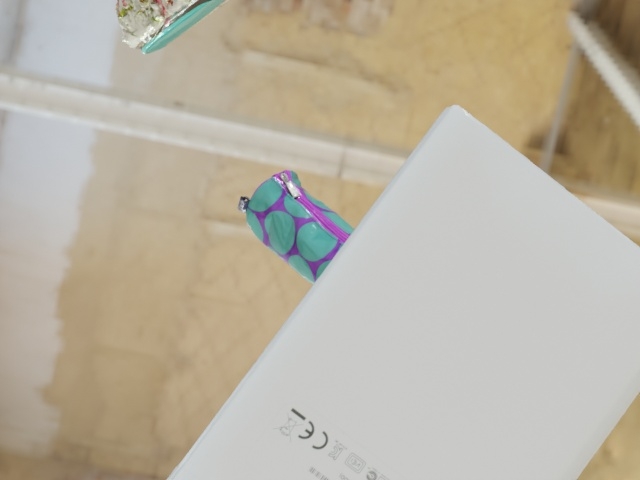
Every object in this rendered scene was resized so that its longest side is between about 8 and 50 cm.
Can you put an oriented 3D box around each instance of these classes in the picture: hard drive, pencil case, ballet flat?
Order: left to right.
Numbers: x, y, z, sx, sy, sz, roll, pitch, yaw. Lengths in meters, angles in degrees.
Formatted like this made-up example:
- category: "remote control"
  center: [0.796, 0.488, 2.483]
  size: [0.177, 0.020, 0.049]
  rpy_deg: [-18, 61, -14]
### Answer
- category: "ballet flat"
  center: [-0.091, -0.246, 1.489]
  size: [0.077, 0.241, 0.091]
  rpy_deg: [63, 25, 2]
- category: "pencil case"
  center: [0.000, 0.000, 1.475]
  size: [0.152, 0.064, 0.070]
  rpy_deg: [39, -40, 33]
- category: "hard drive"
  center: [0.069, 0.099, 1.062]
  size: [0.307, 0.203, 0.040]
  rpy_deg: [-53, -174, -7]
